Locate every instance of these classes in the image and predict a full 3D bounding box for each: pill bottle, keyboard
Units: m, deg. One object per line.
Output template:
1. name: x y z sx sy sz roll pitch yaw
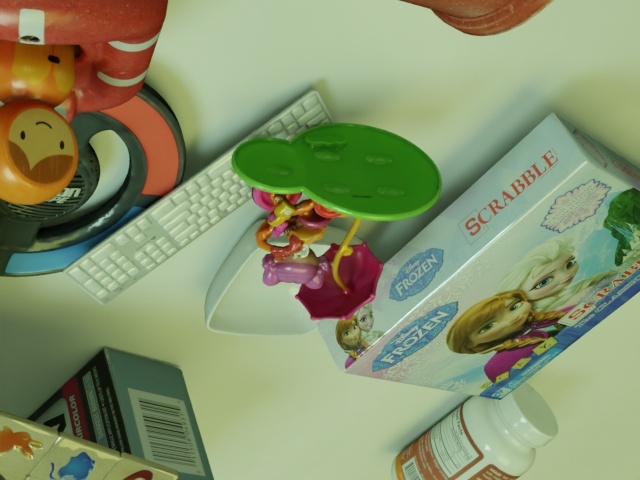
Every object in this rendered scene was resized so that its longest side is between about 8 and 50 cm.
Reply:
1. pill bottle: 0.208 0.284 1.415 0.121 0.121 0.216 20 126 -44
2. keyboard: -0.097 -0.034 0.889 0.256 0.014 0.072 -36 154 -1

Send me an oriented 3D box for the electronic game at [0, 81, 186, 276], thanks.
1. electronic game: -0.217 -0.049 0.820 0.229 0.048 0.229 -15 143 -11

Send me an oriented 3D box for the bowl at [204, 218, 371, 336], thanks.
1. bowl: -0.036 0.032 1.019 0.142 0.053 0.142 7 134 -35

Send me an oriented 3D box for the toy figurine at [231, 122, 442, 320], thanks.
1. toy figurine: 0.000 0.000 0.893 0.173 0.130 0.159 1 129 -16

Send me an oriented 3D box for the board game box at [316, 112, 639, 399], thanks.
1. board game box: 0.210 0.039 1.095 0.319 0.066 0.318 -44 144 23

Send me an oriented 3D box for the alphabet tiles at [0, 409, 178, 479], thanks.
1. alphabet tiles: -0.297 0.253 0.932 0.343 0.011 0.285 26 120 -26

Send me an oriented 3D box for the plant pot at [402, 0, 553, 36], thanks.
1. plant pot: -0.017 -0.253 0.514 0.265 0.272 0.272 4 137 -20

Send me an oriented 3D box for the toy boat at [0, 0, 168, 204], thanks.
1. toy boat: -0.169 -0.096 0.613 0.151 0.151 0.231 2 168 -15

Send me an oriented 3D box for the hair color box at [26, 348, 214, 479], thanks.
1. hair color box: -0.282 0.301 1.111 0.374 0.185 0.114 -42 140 23
